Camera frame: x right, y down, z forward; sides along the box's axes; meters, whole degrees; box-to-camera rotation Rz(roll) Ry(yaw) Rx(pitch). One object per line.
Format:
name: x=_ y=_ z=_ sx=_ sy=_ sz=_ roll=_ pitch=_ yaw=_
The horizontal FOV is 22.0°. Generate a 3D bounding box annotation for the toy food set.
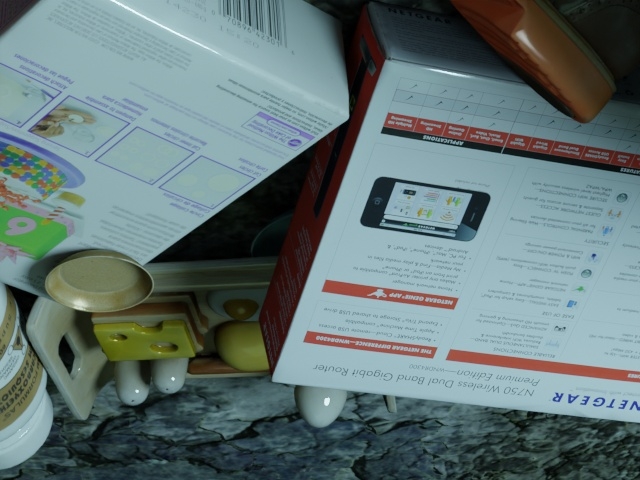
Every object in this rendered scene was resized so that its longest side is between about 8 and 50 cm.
toy food set: x=-0.089 y=0.107 z=1.465 sx=0.306 sy=0.092 sz=0.220 roll=-3 pitch=152 yaw=4

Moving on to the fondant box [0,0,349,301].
fondant box: x=-0.176 y=-0.088 z=1.186 sx=0.238 sy=0.096 sz=0.330 roll=24 pitch=137 yaw=-36

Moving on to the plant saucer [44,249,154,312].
plant saucer: x=-0.170 y=0.029 z=1.267 sx=0.083 sy=0.015 sz=0.083 roll=-3 pitch=147 yaw=-2

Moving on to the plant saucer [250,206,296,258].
plant saucer: x=0.000 y=0.000 z=1.401 sx=0.119 sy=0.021 sz=0.119 roll=-2 pitch=146 yaw=-1

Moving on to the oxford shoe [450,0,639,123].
oxford shoe: x=0.104 y=-0.230 z=1.008 sx=0.133 sy=0.130 sz=0.363 roll=-45 pitch=130 yaw=2

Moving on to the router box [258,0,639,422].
router box: x=0.151 y=-0.009 z=1.263 sx=0.335 sy=0.082 sz=0.301 roll=8 pitch=126 yaw=-17

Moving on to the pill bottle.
pill bottle: x=-0.311 y=0.108 z=1.438 sx=0.131 sy=0.131 sz=0.229 roll=-6 pitch=147 yaw=4
